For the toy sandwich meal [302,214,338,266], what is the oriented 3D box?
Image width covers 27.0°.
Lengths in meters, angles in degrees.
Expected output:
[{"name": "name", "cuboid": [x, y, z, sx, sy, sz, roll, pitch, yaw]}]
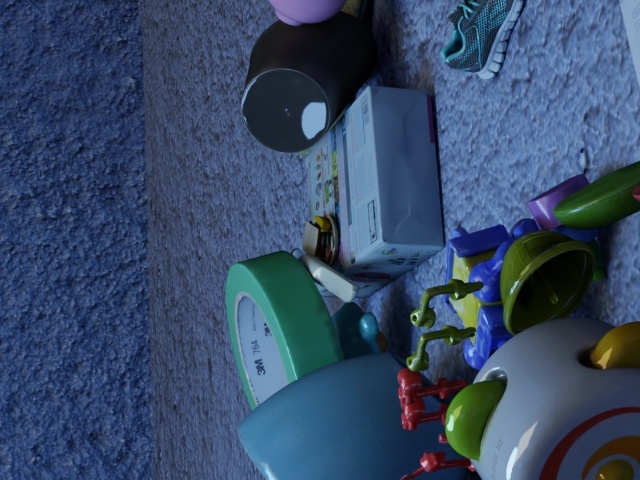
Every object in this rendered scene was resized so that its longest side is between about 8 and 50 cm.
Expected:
[{"name": "toy sandwich meal", "cuboid": [0.000, 0.000, 1.899, 0.085, 0.029, 0.086, -179, 90, -72]}]

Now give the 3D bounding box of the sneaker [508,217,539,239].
[{"name": "sneaker", "cuboid": [0.217, 0.045, 1.492, 0.059, 0.053, 0.144, -147, 62, -72]}]

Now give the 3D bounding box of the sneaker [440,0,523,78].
[{"name": "sneaker", "cuboid": [0.189, -0.268, 1.579, 0.065, 0.076, 0.166, -116, 33, -54]}]

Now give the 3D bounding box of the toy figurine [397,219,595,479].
[{"name": "toy figurine", "cuboid": [0.150, 0.058, 1.354, 0.362, 0.191, 0.217, 86, 172, -50]}]

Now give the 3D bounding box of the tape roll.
[{"name": "tape roll", "cuboid": [-0.048, 0.177, 1.921, 0.321, 0.077, 0.321, 164, 90, -73]}]

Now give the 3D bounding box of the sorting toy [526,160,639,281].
[{"name": "sorting toy", "cuboid": [0.304, -0.005, 1.207, 0.126, 0.127, 0.365, 63, 165, -4]}]

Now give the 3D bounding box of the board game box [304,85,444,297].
[{"name": "board game box", "cuboid": [0.068, -0.059, 1.897, 0.303, 0.097, 0.224, 141, 129, -66]}]

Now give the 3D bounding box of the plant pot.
[{"name": "plant pot", "cuboid": [0.071, 0.253, 1.638, 0.195, 0.290, 0.290, -48, 25, 4]}]

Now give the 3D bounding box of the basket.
[{"name": "basket", "cuboid": [-0.031, -0.227, 1.944, 0.227, 0.204, 0.154, -68, -40, -61]}]

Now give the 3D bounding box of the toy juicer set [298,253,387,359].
[{"name": "toy juicer set", "cuboid": [0.036, 0.132, 1.901, 0.209, 0.089, 0.329, -127, 27, -49]}]

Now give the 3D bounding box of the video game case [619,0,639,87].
[{"name": "video game case", "cuboid": [0.340, -0.292, 1.139, 0.269, 0.061, 0.244, 125, 142, -59]}]

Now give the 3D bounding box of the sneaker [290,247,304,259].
[{"name": "sneaker", "cuboid": [-0.028, 0.057, 2.286, 0.044, 0.040, 0.109, -46, 46, 41]}]

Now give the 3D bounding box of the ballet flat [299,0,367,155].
[{"name": "ballet flat", "cuboid": [0.002, -0.299, 2.102, 0.123, 0.123, 0.349, -133, 48, -66]}]

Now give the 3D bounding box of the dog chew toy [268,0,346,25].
[{"name": "dog chew toy", "cuboid": [0.020, -0.448, 1.863, 0.332, 0.206, 0.207, -61, 29, 31]}]

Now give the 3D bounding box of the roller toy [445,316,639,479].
[{"name": "roller toy", "cuboid": [0.238, 0.178, 1.192, 0.191, 0.209, 0.146, 57, 180, -28]}]
